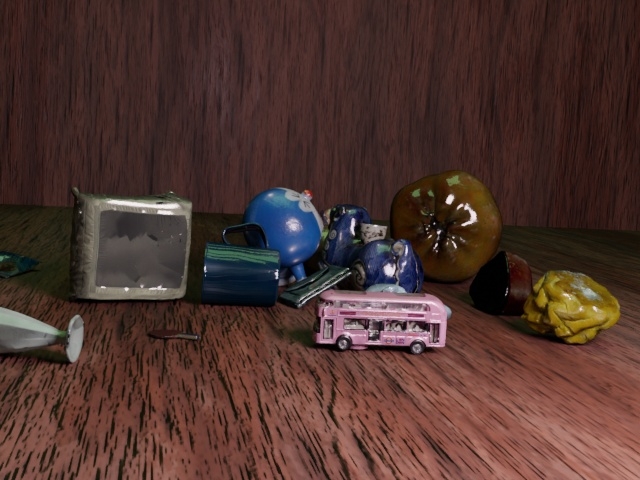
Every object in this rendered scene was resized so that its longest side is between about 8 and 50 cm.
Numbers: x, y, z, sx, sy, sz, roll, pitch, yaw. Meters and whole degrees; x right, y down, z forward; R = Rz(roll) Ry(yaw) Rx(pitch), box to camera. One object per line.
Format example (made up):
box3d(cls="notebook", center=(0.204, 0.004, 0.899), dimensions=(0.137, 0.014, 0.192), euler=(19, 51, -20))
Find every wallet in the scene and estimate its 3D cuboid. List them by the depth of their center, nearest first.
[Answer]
box3d(cls="wallet", center=(-0.012, 0.082, 1.695), dimensions=(0.129, 0.026, 0.088), euler=(-31, 17, -20))

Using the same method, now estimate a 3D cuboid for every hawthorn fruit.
box3d(cls="hawthorn fruit", center=(0.299, -0.033, 2.116), dimensions=(0.267, 0.268, 0.301), euler=(5, -2, 18))

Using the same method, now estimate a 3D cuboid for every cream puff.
box3d(cls="cream puff", center=(0.417, 0.122, 1.497), dimensions=(0.146, 0.116, 0.146), euler=(19, 28, -11))

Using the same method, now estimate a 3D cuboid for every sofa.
box3d(cls="sofa", center=(-0.359, 0.004, 1.656), dimensions=(0.225, 0.210, 0.176), euler=(0, 9, -23))

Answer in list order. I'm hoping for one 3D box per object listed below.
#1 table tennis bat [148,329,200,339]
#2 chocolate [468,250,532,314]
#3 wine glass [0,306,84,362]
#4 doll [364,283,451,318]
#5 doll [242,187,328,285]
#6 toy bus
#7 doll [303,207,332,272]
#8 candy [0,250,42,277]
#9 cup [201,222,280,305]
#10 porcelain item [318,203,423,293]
box3d(cls="table tennis bat", center=(-0.223, 0.144, 1.361), dimensions=(0.083, 0.007, 0.050), euler=(4, 5, 21))
box3d(cls="chocolate", center=(0.366, 0.088, 1.748), dimensions=(0.080, 0.125, 0.148), euler=(19, -2, -16))
box3d(cls="wine glass", center=(-0.399, 0.125, 1.179), dimensions=(0.155, 0.073, 0.073), euler=(7, 7, 4))
box3d(cls="doll", center=(0.140, 0.128, 1.501), dimensions=(0.179, 0.075, 0.120), euler=(22, -42, -28))
box3d(cls="doll", center=(-0.072, -0.005, 1.807), dimensions=(0.161, 0.215, 0.257), euler=(-34, -12, -16))
box3d(cls="toy bus", center=(0.090, 0.122, 1.354), dimensions=(0.203, 0.090, 0.063), euler=(2, 7, -5))
box3d(cls="doll", center=(0.000, 0.000, 2.091), dimensions=(0.201, 0.156, 0.303), euler=(16, 0, -27))
box3d(cls="candy", center=(-0.655, 0.051, 1.859), dimensions=(0.088, 0.038, 0.136), euler=(18, 16, 10))
box3d(cls="cup", center=(-0.145, 0.048, 1.642), dimensions=(0.138, 0.150, 0.113), euler=(5, 15, -6))
box3d(cls="porcelain item", center=(0.098, 0.031, 1.763), dimensions=(0.138, 0.186, 0.288), euler=(2, 8, -27))
